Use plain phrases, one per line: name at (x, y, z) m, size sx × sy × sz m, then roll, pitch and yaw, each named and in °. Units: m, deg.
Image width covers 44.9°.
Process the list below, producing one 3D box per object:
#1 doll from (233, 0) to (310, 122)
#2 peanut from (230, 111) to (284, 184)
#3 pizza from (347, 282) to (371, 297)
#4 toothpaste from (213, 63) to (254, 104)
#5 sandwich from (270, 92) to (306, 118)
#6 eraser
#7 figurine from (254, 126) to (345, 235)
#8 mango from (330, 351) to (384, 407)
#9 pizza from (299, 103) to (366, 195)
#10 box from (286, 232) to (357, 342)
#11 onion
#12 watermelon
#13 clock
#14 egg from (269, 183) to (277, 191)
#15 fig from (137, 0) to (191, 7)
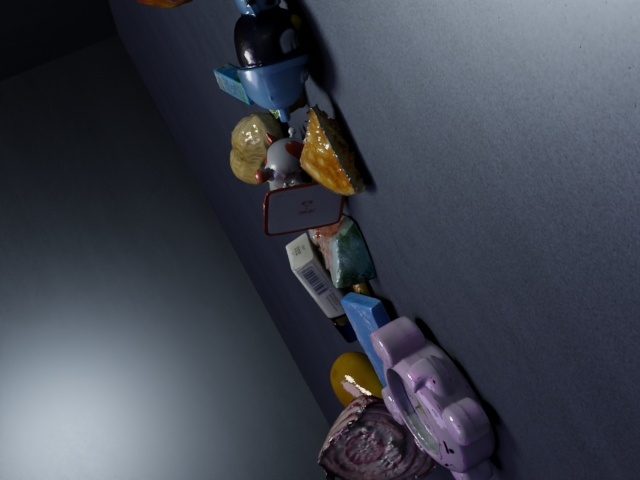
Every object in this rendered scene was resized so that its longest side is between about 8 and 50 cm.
doll at (-0.096, -0.380, 1.476) m, size 0.177 × 0.141 × 0.314 m, roll -63°, pitch -34°, yaw -67°
peanut at (-0.164, -0.238, 2.023) m, size 0.149 × 0.149 × 0.313 m, roll 60°, pitch 162°, yaw 15°
pizza at (0.091, 0.110, 1.912) m, size 0.160 × 0.036 × 0.099 m, roll 65°, pitch 167°, yaw -4°
toothpaste at (-0.220, -0.418, 2.065) m, size 0.267 × 0.050 × 0.065 m, roll 40°, pitch 152°, yaw 60°
sandwich at (-0.084, -0.333, 1.650) m, size 0.074 × 0.074 × 0.116 m, roll 52°, pitch 163°, yaw 40°
eraser at (0.156, 0.269, 1.867) m, size 0.144 × 0.043 × 0.312 m, roll 11°, pitch 131°, yaw 61°
figurine at (-0.065, -0.156, 1.756) m, size 0.160 × 0.183 × 0.226 m, roll 98°, pitch 157°, yaw -53°
mango at (0.128, 0.416, 2.130) m, size 0.254 × 0.139 × 0.175 m, roll 44°, pitch 156°, yaw 39°
pizza at (0.023, -0.183, 1.552) m, size 0.201 × 0.053 × 0.193 m, roll 37°, pitch 147°, yaw 41°
box at (0.016, 0.120, 1.955) m, size 0.259 × 0.071 × 0.168 m, roll 55°, pitch -174°, yaw -22°
onion at (0.159, 0.507, 1.980) m, size 0.280 × 0.314 × 0.146 m, roll 27°, pitch -150°, yaw -15°
watermelon at (0.033, -0.003, 1.847) m, size 0.241 × 0.094 × 0.154 m, roll -134°, pitch 27°, yaw -61°
clock at (0.237, 0.343, 1.628) m, size 0.322 × 0.113 × 0.295 m, roll 50°, pitch 161°, yaw 44°
egg at (-0.059, -0.118, 1.877) m, size 0.152 × 0.114 × 0.114 m, roll 53°, pitch 168°, yaw -6°
fig at (-0.421, -0.708, 1.945) m, size 0.263 × 0.224 × 0.224 m, roll 48°, pitch 169°, yaw -9°
